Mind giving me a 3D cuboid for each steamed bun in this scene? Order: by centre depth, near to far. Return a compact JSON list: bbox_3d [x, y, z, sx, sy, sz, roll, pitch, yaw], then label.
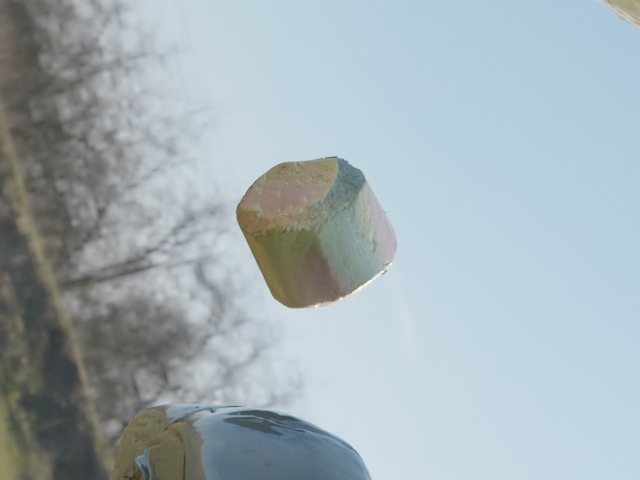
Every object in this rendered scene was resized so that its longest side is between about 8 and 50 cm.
[{"bbox_3d":[-0.059,0.290,1.437,0.236,0.247,0.383,-51,-152,43],"label":"steamed bun"}]

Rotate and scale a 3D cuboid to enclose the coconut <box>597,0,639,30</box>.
[{"bbox_3d":[0.314,-0.303,1.197,0.360,0.346,0.346,32,-2,-13],"label":"coconut"}]

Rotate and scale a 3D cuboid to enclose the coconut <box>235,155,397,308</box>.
[{"bbox_3d":[0.000,0.000,1.730,0.152,0.147,0.147,61,-2,-29],"label":"coconut"}]
